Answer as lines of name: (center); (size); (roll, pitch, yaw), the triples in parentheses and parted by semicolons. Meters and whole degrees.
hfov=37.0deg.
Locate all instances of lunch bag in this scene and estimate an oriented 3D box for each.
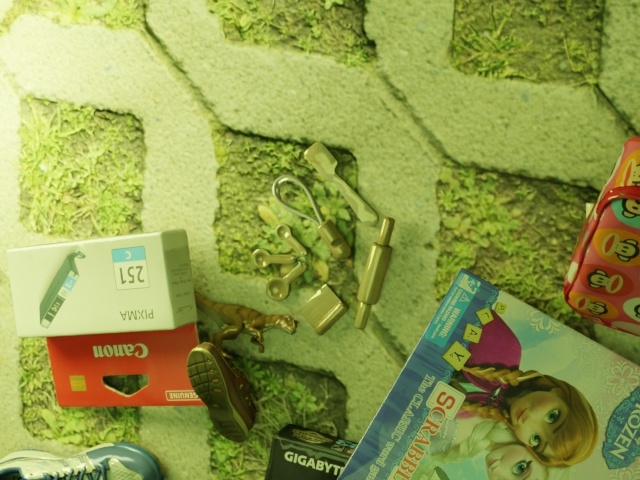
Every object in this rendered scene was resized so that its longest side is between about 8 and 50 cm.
lunch bag: (0.427, 0.020, 1.080); (0.258, 0.293, 0.120); (19, 63, 12)

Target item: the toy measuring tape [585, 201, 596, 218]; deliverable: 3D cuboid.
toy measuring tape: (0.485, -0.034, 1.137); (0.330, 0.121, 0.121); (-2, 96, 18)

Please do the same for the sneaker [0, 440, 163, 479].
sneaker: (-0.386, 0.377, 1.448); (0.297, 0.131, 0.111); (-9, 92, 17)

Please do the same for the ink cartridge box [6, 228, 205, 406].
ink cartridge box: (-0.316, 0.125, 1.406); (0.296, 0.066, 0.261); (-6, 93, 27)

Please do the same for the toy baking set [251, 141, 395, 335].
toy baking set: (0.006, 0.004, 1.333); (0.197, 0.030, 0.256); (22, 102, 14)

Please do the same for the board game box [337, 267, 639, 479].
board game box: (0.237, 0.248, 1.195); (0.318, 0.066, 0.318); (29, 85, 15)

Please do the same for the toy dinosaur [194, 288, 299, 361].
toy dinosaur: (-0.133, 0.115, 1.386); (0.212, 0.064, 0.112); (18, 75, 13)

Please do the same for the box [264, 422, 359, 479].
box: (0.052, 0.439, 1.351); (0.296, 0.073, 0.293); (13, 101, 15)

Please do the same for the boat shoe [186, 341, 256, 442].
boat shoe: (-0.136, 0.206, 1.351); (0.064, 0.060, 0.178); (7, 132, 32)
